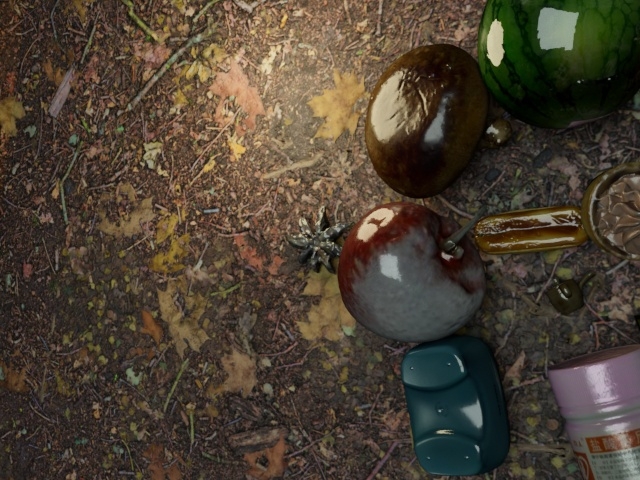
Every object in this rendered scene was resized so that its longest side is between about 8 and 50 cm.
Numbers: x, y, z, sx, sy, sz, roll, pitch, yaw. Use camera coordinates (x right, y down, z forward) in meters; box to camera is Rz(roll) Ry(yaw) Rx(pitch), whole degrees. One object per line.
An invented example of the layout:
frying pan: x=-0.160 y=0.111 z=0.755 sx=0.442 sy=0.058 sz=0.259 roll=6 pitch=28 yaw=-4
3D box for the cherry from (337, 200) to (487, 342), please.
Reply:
cherry: x=0.199 y=0.084 z=1.408 sx=0.326 sy=0.291 sz=0.335 roll=23 pitch=137 yaw=10

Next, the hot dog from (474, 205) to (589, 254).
hot dog: x=0.463 y=-0.020 z=1.394 sx=0.249 sy=0.068 sz=0.100 roll=-5 pitch=72 yaw=25

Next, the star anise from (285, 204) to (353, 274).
star anise: x=0.000 y=0.000 z=1.632 sx=0.204 sy=0.061 sz=0.181 roll=37 pitch=104 yaw=24

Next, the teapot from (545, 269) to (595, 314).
teapot: x=0.541 y=0.104 z=1.346 sx=0.110 sy=0.085 sz=0.080 roll=-28 pitch=76 yaw=3

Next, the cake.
cake: x=0.618 y=-0.066 z=1.230 sx=0.185 sy=0.178 sz=0.208 roll=13 pitch=86 yaw=9

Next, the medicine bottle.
medicine bottle: x=0.590 y=0.379 z=1.234 sx=0.202 sy=0.202 sz=0.316 roll=-22 pitch=78 yaw=24

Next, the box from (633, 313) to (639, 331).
box: x=0.723 y=0.227 z=1.223 sx=0.141 sy=0.064 sz=0.220 roll=-17 pitch=77 yaw=-3

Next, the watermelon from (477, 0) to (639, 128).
watermelon: x=0.480 y=-0.404 z=1.259 sx=0.363 sy=0.363 sz=0.363 roll=-1 pitch=87 yaw=27

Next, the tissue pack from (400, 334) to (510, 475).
tissue pack: x=0.303 y=0.357 z=1.390 sx=0.198 sy=0.206 sz=0.288 roll=-17 pitch=78 yaw=34

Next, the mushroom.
mushroom: x=0.235 y=-0.279 z=1.447 sx=0.345 sy=0.239 sz=0.345 roll=-16 pitch=54 yaw=24
